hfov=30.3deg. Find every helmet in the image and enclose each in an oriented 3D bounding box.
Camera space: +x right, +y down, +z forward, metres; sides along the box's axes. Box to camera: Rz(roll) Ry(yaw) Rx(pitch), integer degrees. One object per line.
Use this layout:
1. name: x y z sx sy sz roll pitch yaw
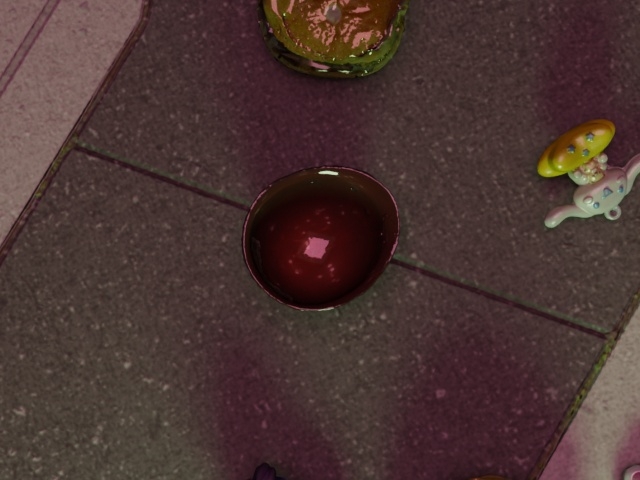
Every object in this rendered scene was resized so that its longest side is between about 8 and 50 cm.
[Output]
1. helmet: 0.000 0.000 1.307 0.175 0.106 0.155 -40 85 -6

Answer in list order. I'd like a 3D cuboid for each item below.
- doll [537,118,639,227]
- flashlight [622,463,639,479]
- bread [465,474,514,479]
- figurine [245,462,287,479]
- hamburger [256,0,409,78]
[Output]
1. doll: 0.295 -0.069 1.320 0.113 0.071 0.135 34 94 -11
2. flashlight: 0.379 0.335 1.268 0.093 0.047 0.200 -16 82 2
3. bread: 0.173 0.369 1.244 0.198 0.120 0.236 29 86 9
4. figurine: -0.032 0.324 1.271 0.157 0.114 0.126 36 122 3
5. hamburger: 0.023 -0.266 1.340 0.185 0.113 0.177 -24 77 -6
